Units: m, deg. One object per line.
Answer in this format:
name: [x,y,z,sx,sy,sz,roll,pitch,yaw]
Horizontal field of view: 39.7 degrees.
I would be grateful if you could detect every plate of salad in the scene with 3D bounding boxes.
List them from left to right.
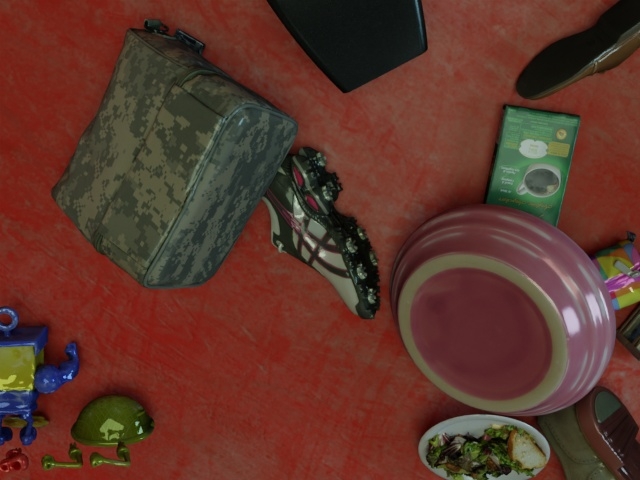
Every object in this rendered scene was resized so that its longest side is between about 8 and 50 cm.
plate of salad: [0.249,0.333,1.357,0.200,0.048,0.200,4,135,4]

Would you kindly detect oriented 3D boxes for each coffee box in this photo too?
coffee box: [0.304,-0.101,1.298,0.113,0.040,0.184,8,103,0]

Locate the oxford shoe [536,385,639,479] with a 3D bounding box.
oxford shoe: [0.463,0.389,1.375,0.130,0.123,0.348,-28,92,43]

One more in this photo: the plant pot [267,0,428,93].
plant pot: [0.044,-0.309,1.193,0.188,0.187,0.167,-26,113,6]

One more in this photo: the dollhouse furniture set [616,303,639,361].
dollhouse furniture set: [0.561,0.159,1.307,0.184,0.129,0.129,35,101,-6]

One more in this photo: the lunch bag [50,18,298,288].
lunch bag: [-0.216,-0.120,1.220,0.256,0.212,0.305,34,103,18]

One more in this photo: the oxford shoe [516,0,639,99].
oxford shoe: [0.379,-0.254,1.251,0.212,0.076,0.076,-30,141,18]

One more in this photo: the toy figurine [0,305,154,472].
toy figurine: [-0.441,0.208,1.317,0.362,0.191,0.217,-1,98,0]

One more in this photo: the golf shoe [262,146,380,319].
golf shoe: [0.000,0.000,1.311,0.120,0.105,0.273,-24,95,22]

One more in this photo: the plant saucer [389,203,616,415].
plant saucer: [0.237,0.115,1.245,0.332,0.084,0.332,16,123,27]

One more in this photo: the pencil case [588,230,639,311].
pencil case: [0.377,0.080,1.309,0.236,0.104,0.104,-26,101,8]
